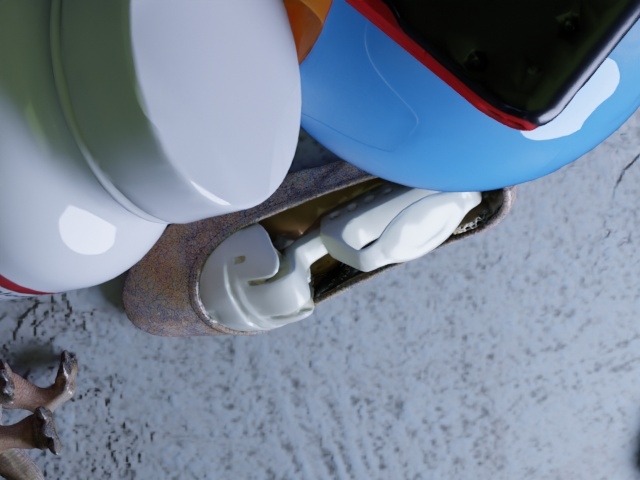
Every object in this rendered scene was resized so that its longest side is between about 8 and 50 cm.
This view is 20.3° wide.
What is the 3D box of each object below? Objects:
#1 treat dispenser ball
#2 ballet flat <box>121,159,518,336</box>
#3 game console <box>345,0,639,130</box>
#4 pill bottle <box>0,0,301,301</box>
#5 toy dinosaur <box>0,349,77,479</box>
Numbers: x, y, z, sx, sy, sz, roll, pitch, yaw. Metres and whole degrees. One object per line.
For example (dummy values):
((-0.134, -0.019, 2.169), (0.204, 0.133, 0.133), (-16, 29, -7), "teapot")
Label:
((0.087, -0.174, 1.116), (0.288, 0.288, 0.288), (-4, 118, -8), "treat dispenser ball")
((0.000, 0.000, 1.295), (0.316, 0.106, 0.107), (-27, 119, 4), "ballet flat")
((0.102, -0.304, 0.945), (0.342, 0.060, 0.386), (39, 98, 2), "game console")
((-0.228, -0.073, 1.056), (0.407, 0.229, 0.229), (-10, 123, 29), "pill bottle")
((-0.300, 0.113, 1.297), (0.200, 0.127, 0.296), (-20, 135, 11), "toy dinosaur")
